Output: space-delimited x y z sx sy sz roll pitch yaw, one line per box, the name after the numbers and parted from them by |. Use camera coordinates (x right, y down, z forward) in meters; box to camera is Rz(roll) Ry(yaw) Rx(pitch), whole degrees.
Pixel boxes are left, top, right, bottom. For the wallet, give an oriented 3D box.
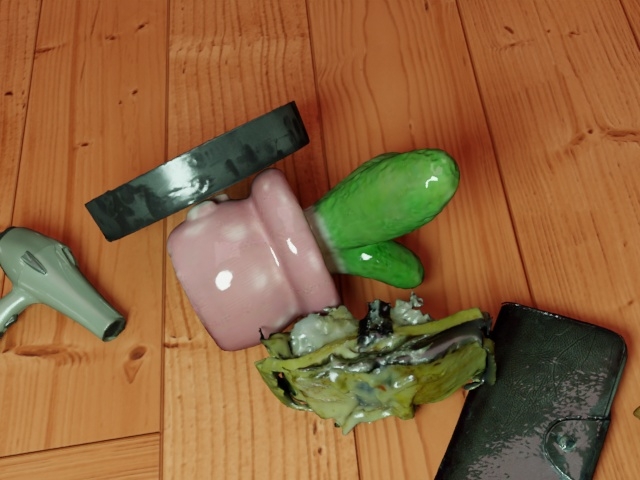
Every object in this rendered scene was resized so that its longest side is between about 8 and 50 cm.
0.240 0.226 1.126 0.172 0.045 0.318 16 61 24 | wallet

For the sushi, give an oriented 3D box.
0.068 0.148 1.166 0.291 0.139 0.131 -11 47 6 | sushi

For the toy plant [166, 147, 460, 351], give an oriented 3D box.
-0.007 -0.001 1.215 0.356 0.317 0.210 -20 94 -1 | toy plant

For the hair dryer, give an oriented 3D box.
-0.396 0.126 1.340 0.229 0.092 0.267 17 74 17 | hair dryer

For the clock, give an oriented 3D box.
-0.164 -0.095 1.312 0.319 0.319 0.066 -28 98 -8 | clock

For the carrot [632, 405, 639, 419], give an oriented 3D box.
0.472 0.217 1.031 0.159 0.159 0.225 -35 65 -13 | carrot
